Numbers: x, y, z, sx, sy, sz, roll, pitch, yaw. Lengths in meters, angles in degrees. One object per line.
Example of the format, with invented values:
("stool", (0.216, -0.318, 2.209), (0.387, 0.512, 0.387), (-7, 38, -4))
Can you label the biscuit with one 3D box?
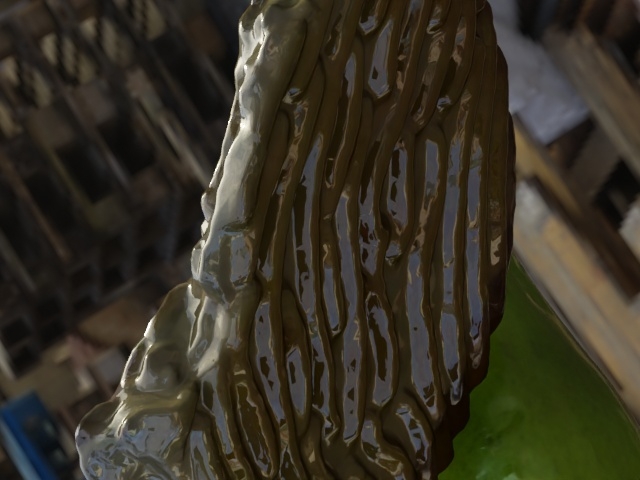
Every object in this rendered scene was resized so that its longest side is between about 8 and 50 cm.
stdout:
("biscuit", (0.001, 0.000, 0.465), (0.031, 0.176, 0.228), (11, 117, 37))

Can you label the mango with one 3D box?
("mango", (0.045, 0.073, 0.578), (0.089, 0.117, 0.163), (21, -148, -53))
